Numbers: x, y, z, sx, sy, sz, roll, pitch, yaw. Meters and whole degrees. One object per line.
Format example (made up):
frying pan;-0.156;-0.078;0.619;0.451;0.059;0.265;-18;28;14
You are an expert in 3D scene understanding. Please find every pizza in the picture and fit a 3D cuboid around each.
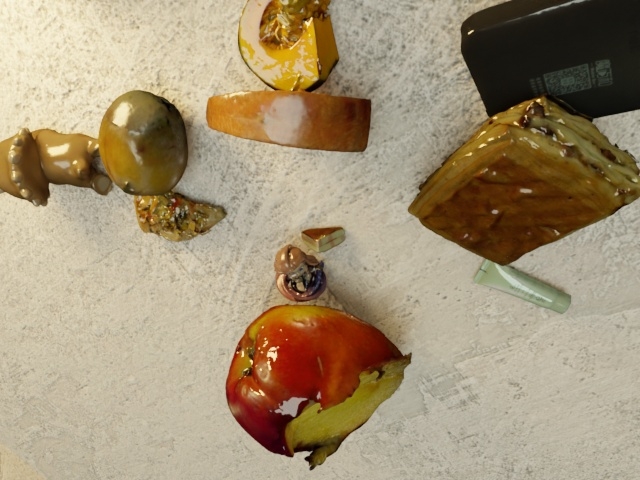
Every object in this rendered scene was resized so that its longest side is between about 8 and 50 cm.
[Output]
pizza;-0.349;-0.052;1.168;0.226;0.069;0.147;24;119;-2

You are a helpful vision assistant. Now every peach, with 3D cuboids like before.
peach;0.008;0.313;1.127;0.417;0.353;0.339;21;122;-17

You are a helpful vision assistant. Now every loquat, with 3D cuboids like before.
loquat;-0.372;-0.202;1.026;0.179;0.179;0.227;11;118;6

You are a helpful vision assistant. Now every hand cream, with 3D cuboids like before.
hand cream;0.453;0.104;1.092;0.205;0.050;0.078;23;124;4

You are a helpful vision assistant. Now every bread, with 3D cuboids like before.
bread;0.000;0.000;1.125;0.109;0.062;0.043;-4;119;18
bread;0.352;-0.112;0.890;0.277;0.167;0.324;27;143;-13

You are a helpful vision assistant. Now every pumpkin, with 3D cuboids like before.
pumpkin;-0.022;-0.393;0.858;0.190;0.139;0.280;41;122;-7

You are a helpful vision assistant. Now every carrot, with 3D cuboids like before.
carrot;-0.061;-0.228;0.902;0.307;0.258;0.100;8;102;4

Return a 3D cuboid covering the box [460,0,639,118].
box;0.392;-0.282;0.770;0.289;0.073;0.290;-6;156;32

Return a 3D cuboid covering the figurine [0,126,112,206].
figurine;-0.628;-0.164;1.104;0.247;0.173;0.177;19;121;2

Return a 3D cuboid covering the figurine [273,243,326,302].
figurine;-0.061;0.065;1.141;0.126;0.114;0.157;-27;127;8
